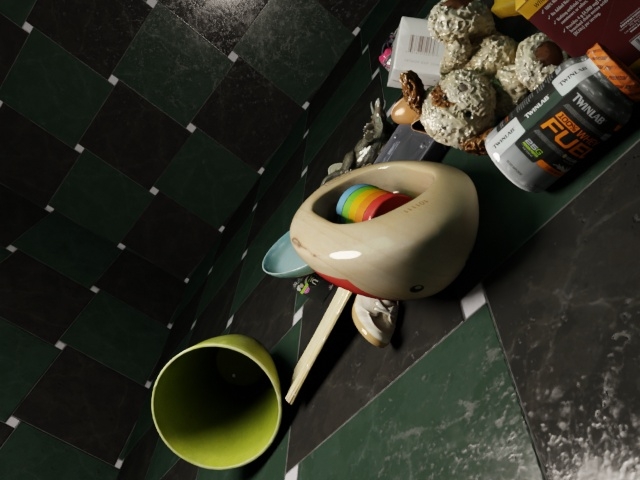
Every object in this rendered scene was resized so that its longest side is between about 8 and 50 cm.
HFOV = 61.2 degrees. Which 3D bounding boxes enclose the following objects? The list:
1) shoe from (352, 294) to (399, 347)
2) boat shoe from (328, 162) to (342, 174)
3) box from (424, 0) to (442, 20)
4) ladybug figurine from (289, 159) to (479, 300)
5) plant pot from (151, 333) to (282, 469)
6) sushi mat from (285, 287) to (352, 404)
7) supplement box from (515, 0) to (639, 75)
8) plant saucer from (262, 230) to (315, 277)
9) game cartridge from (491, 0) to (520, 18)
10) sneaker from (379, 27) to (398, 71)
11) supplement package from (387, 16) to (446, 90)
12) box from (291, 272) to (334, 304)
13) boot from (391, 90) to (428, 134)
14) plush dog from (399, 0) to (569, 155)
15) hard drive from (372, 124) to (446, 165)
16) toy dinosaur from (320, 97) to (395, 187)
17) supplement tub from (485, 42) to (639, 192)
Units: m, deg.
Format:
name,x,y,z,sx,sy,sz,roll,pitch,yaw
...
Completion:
name,x,y,z,sx,sy,sz,roll,pitch,yaw
shoe,0.103,0.110,0.997,0.058,0.077,0.219,-58,13,26
boat shoe,0.057,-0.124,1.568,0.079,0.084,0.233,83,-172,-46
box,0.275,-0.409,1.260,0.183,0.056,0.231,-41,53,47
ladybug figurine,0.109,-0.019,0.956,0.305,0.161,0.449,-29,21,-8
plant pot,-0.208,0.332,1.267,0.274,0.275,0.293,-57,1,7
sushi mat,0.010,0.179,1.137,0.316,0.019,0.151,-63,2,13
supplement box,0.400,-0.348,0.722,0.191,0.194,0.129,-42,24,44
plant saucer,0.000,0.000,1.353,0.318,0.043,0.317,-27,19,10
game cartridge,0.511,-0.606,1.112,0.285,0.053,0.323,-57,15,8
sneaker,0.260,-0.632,1.754,0.121,0.112,0.299,-46,20,36
supplement package,0.205,-0.387,1.142,0.179,0.105,0.105,-56,-26,-84
box,-0.019,0.107,1.337,0.062,0.083,0.052,-56,18,8
boot,0.219,-0.267,1.157,0.197,0.073,0.152,-6,30,35
plush dog,0.274,-0.274,0.986,0.225,0.262,0.210,-50,-17,-3
hard drive,0.199,-0.187,1.268,0.172,0.054,0.254,-57,18,8
toy dinosaur,0.121,-0.237,1.518,0.313,0.121,0.160,-56,6,16
supplement tub,0.332,-0.165,0.740,0.190,0.117,0.117,-48,20,36
